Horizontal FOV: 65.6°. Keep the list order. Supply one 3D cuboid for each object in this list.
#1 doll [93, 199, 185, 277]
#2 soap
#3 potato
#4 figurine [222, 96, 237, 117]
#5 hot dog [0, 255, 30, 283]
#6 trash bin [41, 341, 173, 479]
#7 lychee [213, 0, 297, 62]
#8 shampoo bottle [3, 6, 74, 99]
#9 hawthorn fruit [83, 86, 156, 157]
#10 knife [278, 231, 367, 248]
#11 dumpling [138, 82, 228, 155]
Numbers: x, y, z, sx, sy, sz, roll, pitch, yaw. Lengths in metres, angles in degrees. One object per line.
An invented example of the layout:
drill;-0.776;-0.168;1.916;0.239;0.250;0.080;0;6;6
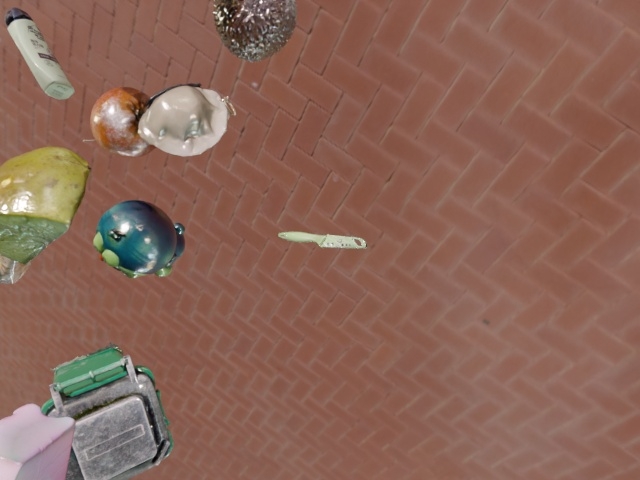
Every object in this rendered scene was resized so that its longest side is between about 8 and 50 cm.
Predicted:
doll;-0.466;-0.006;1.315;0.186;0.322;0.198;-41;86;4
soap;-0.507;0.449;0.774;0.109;0.193;0.323;18;101;8
potato;-0.770;-0.135;1.298;0.330;0.280;0.213;-23;141;38
figurine;-0.354;-0.416;1.685;0.154;0.132;0.132;-31;103;17
hot dog;-0.988;0.049;1.606;0.069;0.131;0.252;32;133;-10
trash bin;-0.568;0.418;1.277;0.381;0.259;0.295;10;115;58
lychee;-0.213;-0.752;1.668;0.300;0.300;0.300;14;125;20
shampoo bottle;-1.015;-0.672;1.768;0.078;0.134;0.359;-35;80;14
hawthorn fruit;-0.642;-0.391;1.662;0.235;0.263;0.231;14;99;-28
knife;0.001;0.000;1.461;0.293;0.020;0.043;4;81;26
dumpling;-0.415;-0.384;1.527;0.204;0.293;0.163;39;149;36
